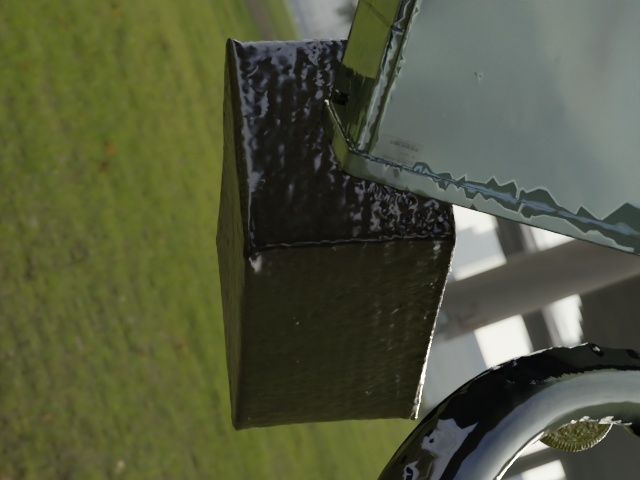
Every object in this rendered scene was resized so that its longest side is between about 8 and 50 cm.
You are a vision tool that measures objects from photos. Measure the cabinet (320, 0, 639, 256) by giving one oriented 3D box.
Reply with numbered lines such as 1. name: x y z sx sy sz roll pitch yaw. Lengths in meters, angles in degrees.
1. cabinet: 0.100 -0.124 0.705 0.145 0.150 0.206 -105 -149 -75

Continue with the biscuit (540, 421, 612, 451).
1. biscuit: 0.202 0.130 1.216 0.084 0.084 0.023 70 -18 -9

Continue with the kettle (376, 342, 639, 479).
1. kettle: 0.125 0.210 0.713 0.228 0.324 0.320 -2 -98 51

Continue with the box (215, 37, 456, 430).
1. box: 0.003 0.000 1.074 0.273 0.143 0.184 97 -12 -57
